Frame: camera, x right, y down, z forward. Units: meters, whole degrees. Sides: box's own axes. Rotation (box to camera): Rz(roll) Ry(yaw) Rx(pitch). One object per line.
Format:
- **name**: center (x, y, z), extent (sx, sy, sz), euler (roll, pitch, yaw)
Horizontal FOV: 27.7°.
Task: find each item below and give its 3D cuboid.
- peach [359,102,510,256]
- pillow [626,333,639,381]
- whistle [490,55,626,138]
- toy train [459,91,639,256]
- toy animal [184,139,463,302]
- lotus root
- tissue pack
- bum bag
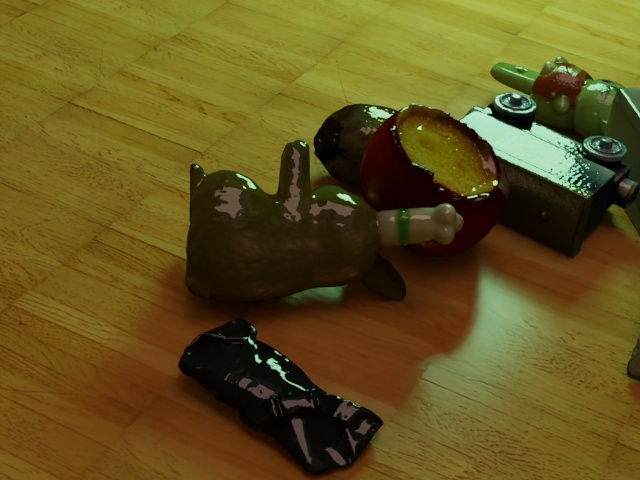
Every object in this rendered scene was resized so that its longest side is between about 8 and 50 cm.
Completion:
- **peach**: center (0.159, -0.088, 1.810), extent (0.190, 0.226, 0.196), euler (-42, 46, -20)
- **pillow**: center (0.572, 0.106, 1.716), extent (0.274, 0.076, 0.280), euler (16, 59, 15)
- **whistle**: center (0.421, -0.246, 2.206), extent (0.288, 0.106, 0.131), euler (28, 33, 25)
- **toy train**: center (0.323, -0.113, 1.975), extent (0.300, 0.131, 0.202), euler (28, 41, 26)
- **toy animal**: center (-0.011, -0.013, 1.728), extent (0.363, 0.181, 0.180), euler (-6, 50, -16)
- **lotus root**: center (0.091, -0.146, 1.977), extent (0.214, 0.138, 0.138), euler (-5, 37, -23)
- **tissue pack**: center (0.544, -0.115, 2.004), extent (0.136, 0.159, 0.246), euler (-2, 37, -11)
- **bum bag**: center (-0.051, 0.180, 1.539), extent (0.248, 0.060, 0.123), euler (28, 39, 25)
